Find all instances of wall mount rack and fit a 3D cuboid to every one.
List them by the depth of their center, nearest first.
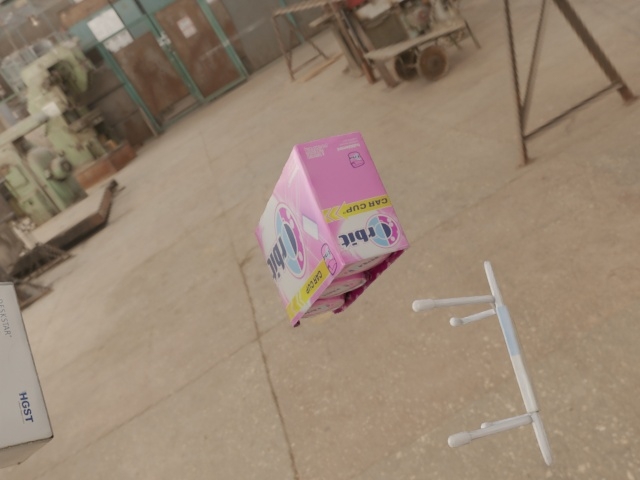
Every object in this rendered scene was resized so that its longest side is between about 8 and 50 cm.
[{"bbox_3d":[0.268,0.205,1.090,0.130,0.350,0.304,-19,-18,16],"label":"wall mount rack"}]

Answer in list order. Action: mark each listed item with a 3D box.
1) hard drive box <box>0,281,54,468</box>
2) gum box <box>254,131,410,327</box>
[{"bbox_3d":[-0.397,0.139,0.623,0.089,0.181,0.232,-38,-25,33],"label":"hard drive box"},{"bbox_3d":[0.000,0.000,0.600,0.062,0.107,0.188,-15,-17,-22],"label":"gum box"}]
